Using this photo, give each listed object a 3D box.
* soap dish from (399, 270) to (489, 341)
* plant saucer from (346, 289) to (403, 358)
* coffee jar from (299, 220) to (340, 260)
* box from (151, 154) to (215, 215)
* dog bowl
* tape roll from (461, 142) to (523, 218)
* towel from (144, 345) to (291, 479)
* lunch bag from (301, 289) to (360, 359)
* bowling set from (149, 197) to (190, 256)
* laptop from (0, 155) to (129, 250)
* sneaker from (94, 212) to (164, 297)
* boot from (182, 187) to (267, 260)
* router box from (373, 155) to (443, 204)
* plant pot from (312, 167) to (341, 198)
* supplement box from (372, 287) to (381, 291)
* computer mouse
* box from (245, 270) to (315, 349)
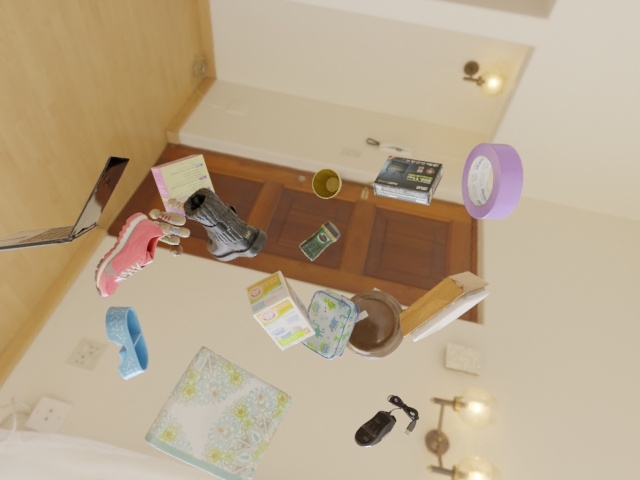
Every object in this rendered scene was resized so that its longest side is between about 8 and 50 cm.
[{"bbox_3d":[0.434,0.228,1.638,0.229,0.118,0.291,-5,146,-51],"label":"soap dish"},{"bbox_3d":[0.203,0.332,1.848,0.041,0.278,0.278,48,53,-65],"label":"plant saucer"},{"bbox_3d":[0.000,0.000,2.085,0.184,0.096,0.079,-40,177,1],"label":"coffee jar"},{"bbox_3d":[-0.629,-0.254,2.141,0.213,0.117,0.243,-28,113,-33],"label":"box"},{"bbox_3d":[-0.741,0.389,1.781,0.166,0.074,0.297,-114,-167,-73],"label":"dog bowl"},{"bbox_3d":[0.621,-0.216,1.685,0.275,0.090,0.275,180,-90,-81],"label":"tape roll"},{"bbox_3d":[-0.308,0.563,1.466,0.320,0.374,0.090,-60,-160,-16],"label":"towel"},{"bbox_3d":[0.027,0.292,1.634,0.090,0.176,0.219,8,103,-60],"label":"lunch bag"},{"bbox_3d":[-0.647,-0.042,1.947,0.287,0.154,0.200,-35,-126,38],"label":"bowling set"},{"bbox_3d":[-0.827,-0.127,1.464,0.382,0.408,0.236,-150,-127,-73],"label":"laptop"},{"bbox_3d":[-0.645,0.065,1.565,0.314,0.136,0.116,-63,173,-4],"label":"sneaker"},{"bbox_3d":[-0.361,-0.053,1.556,0.348,0.260,0.131,-9,-128,51],"label":"boot"},{"bbox_3d":[0.184,-0.128,0.965,0.092,0.122,0.038,-59,149,-31],"label":"router box"},{"bbox_3d":[0.042,-0.256,2.095,0.095,0.134,0.134,-6,109,-68],"label":"plant pot"},{"bbox_3d":[0.231,0.269,2.072,0.098,0.036,0.062,-65,169,25],"label":"supplement box"},{"bbox_3d":[0.272,0.744,1.817,0.262,0.184,0.060,-37,120,-27],"label":"computer mouse"},{"bbox_3d":[-0.111,0.198,1.292,0.203,0.114,0.103,63,1,-45],"label":"box"}]
